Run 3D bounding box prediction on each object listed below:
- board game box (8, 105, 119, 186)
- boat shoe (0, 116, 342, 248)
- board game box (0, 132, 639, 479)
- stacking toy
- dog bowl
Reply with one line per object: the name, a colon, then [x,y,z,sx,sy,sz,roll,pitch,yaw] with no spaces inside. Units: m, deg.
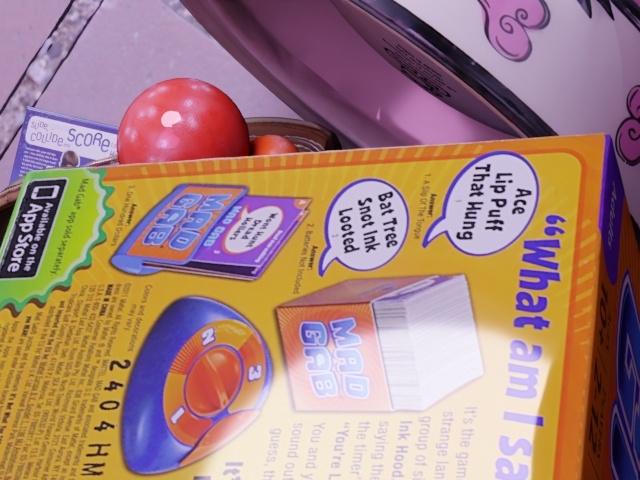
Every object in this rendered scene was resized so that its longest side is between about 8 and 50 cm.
board game box: [-0.169,-0.026,1.395,0.201,0.035,0.136,15,92,24]
boat shoe: [-0.136,-0.012,1.284,0.324,0.120,0.122,-13,95,25]
board game box: [0.010,0.194,0.978,0.356,0.356,0.356,-3,52,19]
stacking toy: [0.000,0.000,1.171,0.330,0.141,0.141,35,103,-19]
dog bowl: [0.086,-0.139,1.115,0.408,0.408,0.150,33,82,22]
